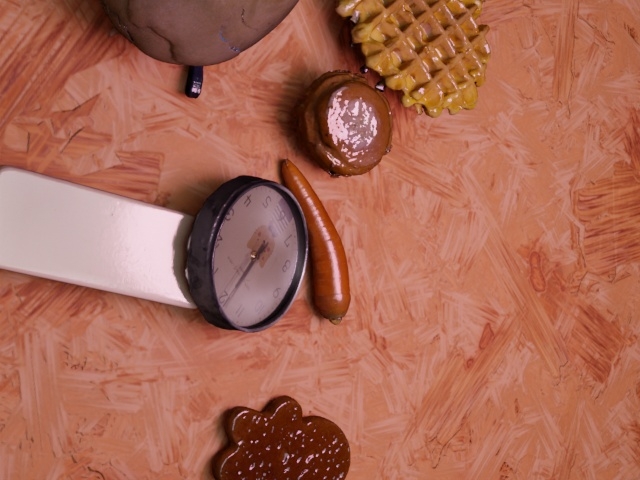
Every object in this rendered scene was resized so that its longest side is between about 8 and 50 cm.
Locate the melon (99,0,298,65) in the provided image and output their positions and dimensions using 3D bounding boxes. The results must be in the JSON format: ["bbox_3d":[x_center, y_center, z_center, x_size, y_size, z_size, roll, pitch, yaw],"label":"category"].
[{"bbox_3d":[-0.151,-0.377,1.036,0.268,0.268,0.330,42,91,-24],"label":"melon"}]

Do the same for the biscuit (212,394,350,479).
[{"bbox_3d":[-0.055,0.334,1.247,0.236,0.039,0.180,21,79,-29],"label":"biscuit"}]

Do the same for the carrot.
[{"bbox_3d":[0.000,0.000,1.258,0.062,0.066,0.271,-30,109,-71],"label":"carrot"}]

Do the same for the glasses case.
[{"bbox_3d":[-0.294,0.001,1.079,0.312,0.070,0.131,15,84,-30],"label":"glasses case"}]

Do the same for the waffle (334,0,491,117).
[{"bbox_3d":[0.167,-0.346,1.297,0.329,0.062,0.330,10,72,-34],"label":"waffle"}]

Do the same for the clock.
[{"bbox_3d":[-0.098,0.020,1.152,0.226,0.049,0.226,-14,108,-54],"label":"clock"}]

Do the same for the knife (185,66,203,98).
[{"bbox_3d":[-0.176,-0.263,1.158,0.018,0.031,0.121,10,86,-27],"label":"knife"}]

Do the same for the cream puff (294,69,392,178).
[{"bbox_3d":[0.031,-0.177,1.229,0.150,0.115,0.165,-5,103,-28],"label":"cream puff"}]
